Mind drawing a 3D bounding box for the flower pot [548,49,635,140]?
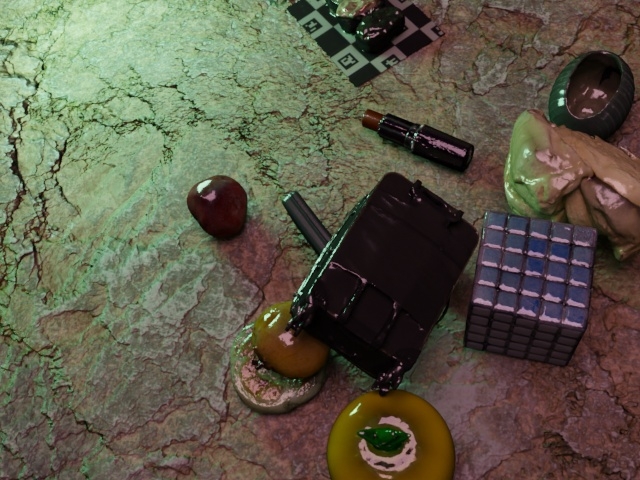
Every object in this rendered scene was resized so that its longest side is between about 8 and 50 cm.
[{"bbox_3d":[0.651,-0.342,1.981,0.189,0.157,0.243,25,68,19],"label":"flower pot"}]

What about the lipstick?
[{"bbox_3d":[0.237,-0.255,2.045,0.299,0.081,0.081,25,69,19],"label":"lipstick"}]

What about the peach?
[{"bbox_3d":[-0.258,-0.086,2.001,0.152,0.152,0.152,-4,62,7],"label":"peach"}]

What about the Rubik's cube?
[{"bbox_3d":[0.441,0.104,1.738,0.236,0.238,0.237,10,64,11],"label":"Rubik's cube"}]

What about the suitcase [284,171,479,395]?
[{"bbox_3d":[0.136,0.081,1.701,0.283,0.194,0.434,35,62,-3],"label":"suitcase"}]

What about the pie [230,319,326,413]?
[{"bbox_3d":[-0.095,0.270,1.841,0.240,0.054,0.241,-3,62,5],"label":"pie"}]

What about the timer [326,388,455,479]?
[{"bbox_3d":[0.133,0.408,1.610,0.285,0.285,0.285,-4,62,7],"label":"timer"}]

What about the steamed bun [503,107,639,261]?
[{"bbox_3d":[0.556,-0.112,1.811,0.372,0.325,0.230,32,115,9],"label":"steamed bun"}]

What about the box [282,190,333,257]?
[{"bbox_3d":[0.000,0.000,1.905,0.050,0.160,0.230,-36,63,-3],"label":"box"}]

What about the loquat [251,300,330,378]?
[{"bbox_3d":[-0.054,0.209,1.757,0.204,0.149,0.172,-33,58,-27],"label":"loquat"}]

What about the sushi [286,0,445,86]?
[{"bbox_3d":[0.112,-0.636,2.251,0.296,0.100,0.373,-33,63,-8],"label":"sushi"}]
